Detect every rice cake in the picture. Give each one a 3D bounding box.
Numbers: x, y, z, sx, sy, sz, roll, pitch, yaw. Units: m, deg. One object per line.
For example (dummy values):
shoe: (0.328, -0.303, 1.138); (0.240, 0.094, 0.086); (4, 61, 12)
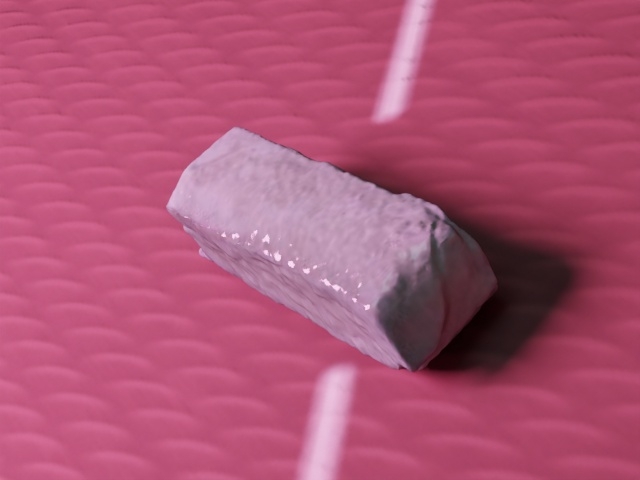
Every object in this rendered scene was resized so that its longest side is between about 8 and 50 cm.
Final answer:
rice cake: (0.000, 0.000, 0.802); (0.069, 0.063, 0.206); (-46, 39, -12)
